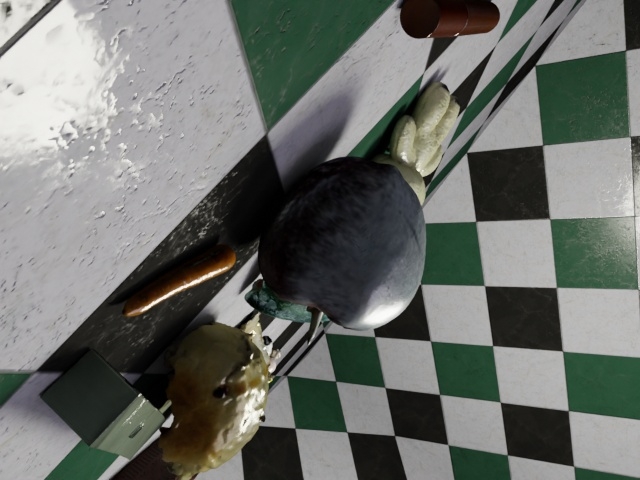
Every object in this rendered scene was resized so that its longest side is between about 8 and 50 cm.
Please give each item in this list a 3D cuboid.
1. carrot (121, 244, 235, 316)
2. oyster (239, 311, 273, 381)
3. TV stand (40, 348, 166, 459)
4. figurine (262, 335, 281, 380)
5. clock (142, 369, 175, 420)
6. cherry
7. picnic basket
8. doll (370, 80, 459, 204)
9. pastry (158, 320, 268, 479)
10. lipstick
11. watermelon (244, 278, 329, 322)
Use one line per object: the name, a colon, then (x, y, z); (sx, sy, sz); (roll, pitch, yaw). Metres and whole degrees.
carrot: (-0.172, 0.047, 0.737); (0.190, 0.037, 0.037); (-30, 159, -52)
oyster: (-0.183, 0.260, 1.307); (0.107, 0.162, 0.233); (-15, -175, 21)
TV stand: (-0.277, 0.227, 0.800); (0.083, 0.088, 0.269); (-45, 170, -21)
figurine: (-0.177, 0.318, 1.546); (0.137, 0.112, 0.229); (-14, 144, -31)
clock: (-0.312, 0.320, 1.137); (0.184, 0.040, 0.184); (-47, 171, -10)
cherry: (0.036, 0.017, 0.911); (0.296, 0.255, 0.218); (-63, -167, 7)
picnic basket: (-0.415, 0.599, 1.491); (0.222, 0.129, 0.297); (-57, 168, 32)
doll: (0.183, -0.187, 1.222); (0.278, 0.175, 0.149); (-59, -153, 6)
pastry: (-0.171, 0.275, 1.046); (0.237, 0.170, 0.256); (-2, 102, -83)
lipstick: (0.200, -0.326, 0.871); (0.057, 0.057, 0.356); (-55, 170, 32)
watermelon: (0.000, 0.000, 1.123); (0.319, 0.214, 0.290); (-11, 124, -6)
